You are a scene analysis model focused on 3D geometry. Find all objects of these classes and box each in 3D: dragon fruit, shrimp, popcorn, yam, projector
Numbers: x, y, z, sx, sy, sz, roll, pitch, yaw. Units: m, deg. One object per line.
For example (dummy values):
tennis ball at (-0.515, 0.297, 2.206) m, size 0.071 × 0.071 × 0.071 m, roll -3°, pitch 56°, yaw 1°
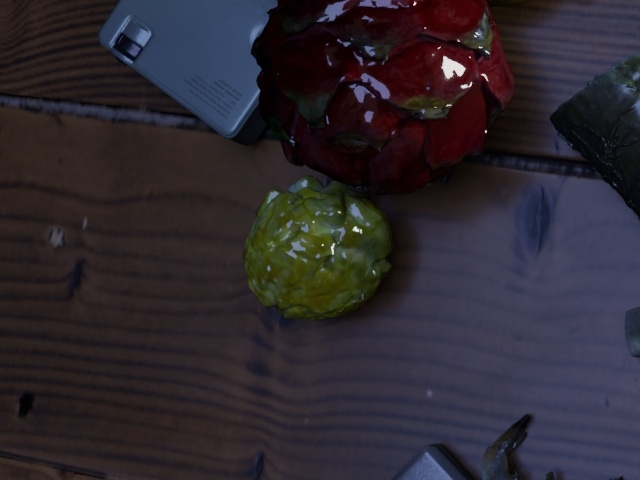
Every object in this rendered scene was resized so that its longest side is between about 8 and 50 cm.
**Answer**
dragon fruit at (0.070, -0.209, 1.765) m, size 0.329 × 0.329 × 0.329 m, roll -2°, pitch 83°, yaw 19°
shrimp at (0.288, 0.275, 1.776) m, size 0.195 × 0.035 × 0.147 m, roll -13°, pitch 58°, yaw 0°
popcorn at (0.000, 0.000, 1.855) m, size 0.198 × 0.198 × 0.212 m, roll -1°, pitch 57°, yaw 19°
yam at (0.419, -0.096, 1.704) m, size 0.202 × 0.201 × 0.271 m, roll -37°, pitch 80°, yaw 13°
projector at (-0.146, -0.268, 1.966) m, size 0.257 × 0.099 × 0.192 m, roll 37°, pitch 95°, yaw 19°

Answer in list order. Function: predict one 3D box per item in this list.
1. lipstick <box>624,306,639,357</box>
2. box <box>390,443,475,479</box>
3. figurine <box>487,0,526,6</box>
lipstick at (0.426, 0.088, 1.645) m, size 0.077 × 0.253 × 0.079 m, roll -1°, pitch 81°, yaw -15°
box at (0.186, 0.366, 1.797) m, size 0.103 × 0.055 × 0.243 m, roll -46°, pitch 72°, yaw 9°
figurine at (0.218, -0.429, 1.804) m, size 0.342 × 0.167 × 0.284 m, roll 33°, pitch 134°, yaw 57°
